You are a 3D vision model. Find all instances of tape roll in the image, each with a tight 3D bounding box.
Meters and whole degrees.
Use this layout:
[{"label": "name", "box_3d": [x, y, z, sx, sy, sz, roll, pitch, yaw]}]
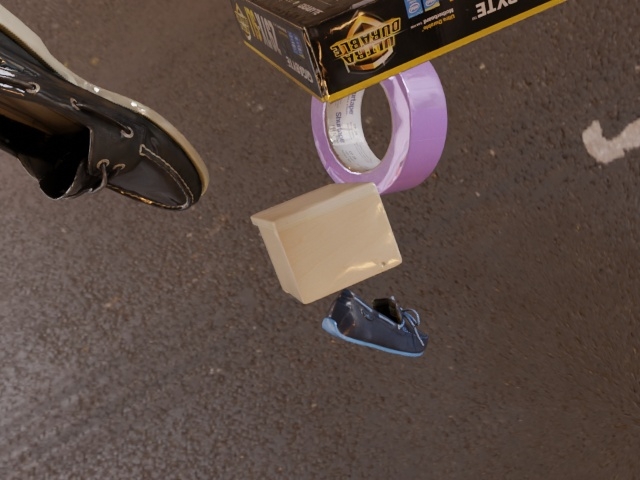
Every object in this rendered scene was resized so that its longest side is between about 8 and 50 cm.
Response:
[{"label": "tape roll", "box_3d": [0.098, -0.219, 1.213, 0.275, 0.090, 0.274, 21, 117, 50]}]

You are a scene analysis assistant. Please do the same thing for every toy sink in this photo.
[{"label": "toy sink", "box_3d": [0.000, 0.000, 1.009, 0.153, 0.234, 0.131, -22, 99, -12]}]

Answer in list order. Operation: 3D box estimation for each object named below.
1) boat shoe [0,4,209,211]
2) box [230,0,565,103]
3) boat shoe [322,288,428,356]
[{"label": "boat shoe", "box_3d": [-0.246, -0.096, 0.636, 0.127, 0.340, 0.113, -13, 55, 29]}, {"label": "box", "box_3d": [0.057, -0.265, 0.719, 0.257, 0.079, 0.322, -24, 31, -9]}, {"label": "boat shoe", "box_3d": [0.115, 0.141, 1.148, 0.109, 0.258, 0.089, 20, 89, 38]}]
